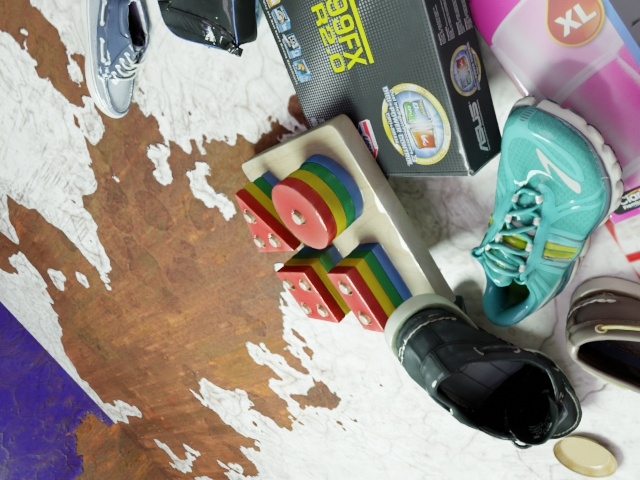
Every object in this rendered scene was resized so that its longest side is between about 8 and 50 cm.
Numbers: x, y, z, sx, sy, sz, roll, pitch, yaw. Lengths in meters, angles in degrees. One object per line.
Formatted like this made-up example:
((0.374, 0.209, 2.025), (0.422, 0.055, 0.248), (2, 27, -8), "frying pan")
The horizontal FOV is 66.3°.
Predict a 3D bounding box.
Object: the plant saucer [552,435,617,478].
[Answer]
((0.382, 0.310, 0.710), (0.083, 0.015, 0.084), (19, 132, 23), "plant saucer")

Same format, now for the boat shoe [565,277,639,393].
((0.420, 0.143, 0.497), (0.324, 0.097, 0.117), (23, 133, 20), "boat shoe")

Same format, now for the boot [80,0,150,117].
((-0.290, -0.261, 0.709), (0.086, 0.069, 0.190), (24, 131, 23), "boot")

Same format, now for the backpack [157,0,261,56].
((-0.128, -0.282, 0.569), (0.114, 0.084, 0.105), (17, 131, 20), "backpack")

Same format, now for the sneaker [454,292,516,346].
((0.224, 0.145, 0.672), (0.078, 0.067, 0.188), (-28, 103, 23), "sneaker")

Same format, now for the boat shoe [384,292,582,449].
((0.221, 0.181, 0.571), (0.127, 0.113, 0.340), (-46, 119, 9), "boat shoe")

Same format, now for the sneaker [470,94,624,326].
((0.203, -0.007, 0.470), (0.107, 0.110, 0.275), (37, 158, 40), "sneaker")

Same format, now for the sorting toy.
((0.000, 0.000, 0.630), (0.256, 0.089, 0.257), (56, 154, -16), "sorting toy")

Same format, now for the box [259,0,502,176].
((0.044, -0.195, 0.486), (0.216, 0.060, 0.270), (11, 131, 53), "box")

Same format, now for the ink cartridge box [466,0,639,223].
((0.230, -0.201, 0.398), (0.371, 0.069, 0.175), (52, 135, -6), "ink cartridge box")
